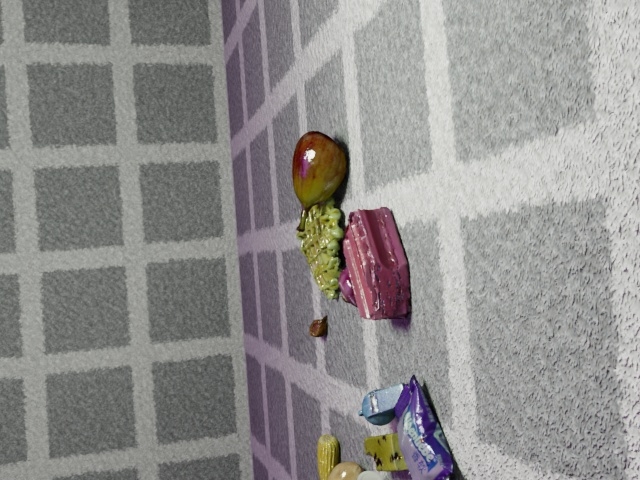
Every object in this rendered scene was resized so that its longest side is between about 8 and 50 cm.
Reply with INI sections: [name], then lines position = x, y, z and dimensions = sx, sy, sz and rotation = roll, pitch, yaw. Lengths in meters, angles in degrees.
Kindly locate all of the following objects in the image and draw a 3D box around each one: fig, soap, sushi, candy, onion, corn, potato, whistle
[fig]
position = -0.016, -0.155, 1.948
dimensions = 0.170, 0.146, 0.274
rotation = -147, 71, -71
[soap]
position = 0.122, 0.069, 1.625
dimensions = 0.162, 0.099, 0.249
rotation = 110, 152, -55
[sushi]
position = -0.003, 0.271, 2.218
dimensions = 0.099, 0.047, 0.050
rotation = -47, 58, 46
[candy]
position = 0.206, 0.417, 1.466
dimensions = 0.275, 0.070, 0.145
rotation = -105, 26, -46
[onion]
position = 0.095, 0.111, 1.759
dimensions = 0.104, 0.115, 0.115
rotation = -48, 20, -2
[corn]
position = 0.025, 0.668, 2.176
dimensions = 0.085, 0.063, 0.165
rotation = 8, 104, 49
[potato]
position = 0.071, 0.654, 1.931
dimensions = 0.112, 0.112, 0.147
rotation = -119, 23, -57
[whistle]
position = 0.150, 0.378, 1.664
dimensions = 0.158, 0.090, 0.090
rotation = -26, 62, 30

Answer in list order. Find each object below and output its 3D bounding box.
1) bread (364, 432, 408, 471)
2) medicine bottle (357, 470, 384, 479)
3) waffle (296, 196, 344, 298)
[bread]
position = 0.155, 0.496, 1.696
dimensions = 0.226, 0.049, 0.088
rotation = 126, 138, -67
[medicine bottle]
position = 0.111, 0.694, 1.814
dimensions = 0.095, 0.095, 0.260
rotation = -119, 28, -56
[waffle]
position = 0.000, 0.000, 2.089
dimensions = 0.297, 0.073, 0.317
rotation = -113, 25, -49
